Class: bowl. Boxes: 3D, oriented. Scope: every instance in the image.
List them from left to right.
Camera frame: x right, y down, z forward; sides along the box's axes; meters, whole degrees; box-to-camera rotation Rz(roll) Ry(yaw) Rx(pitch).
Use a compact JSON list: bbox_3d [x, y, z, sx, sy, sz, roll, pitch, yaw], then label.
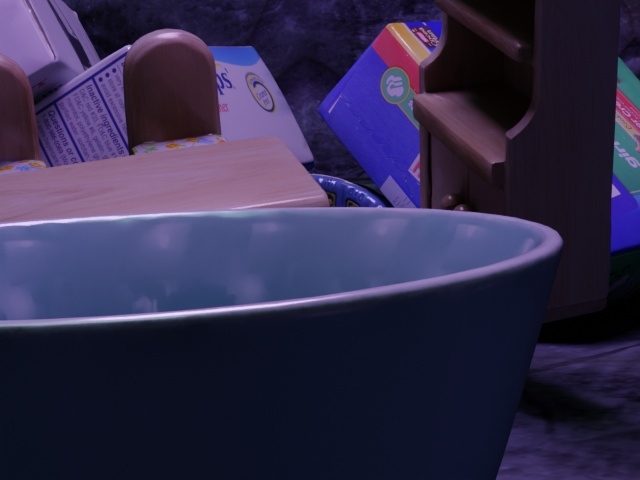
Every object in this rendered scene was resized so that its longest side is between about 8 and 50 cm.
[{"bbox_3d":[-0.064,0.081,0.545,0.311,0.163,0.311,-3,7,0],"label":"bowl"}]

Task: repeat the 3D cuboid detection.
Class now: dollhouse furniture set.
[{"bbox_3d":[-0.034,-0.068,0.892,0.394,0.256,0.362,-9,25,-15],"label":"dollhouse furniture set"}]

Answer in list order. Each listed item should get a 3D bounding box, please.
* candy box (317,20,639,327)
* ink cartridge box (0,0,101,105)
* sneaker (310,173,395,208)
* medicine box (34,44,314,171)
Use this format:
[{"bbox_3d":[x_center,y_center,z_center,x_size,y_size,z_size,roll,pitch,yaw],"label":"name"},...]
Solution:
[{"bbox_3d":[0.197,-0.068,1.309,0.317,0.268,0.122,-13,-31,-48],"label":"candy box"},{"bbox_3d":[-0.336,-0.145,1.413,0.223,0.129,0.307,-29,-4,1],"label":"ink cartridge box"},{"bbox_3d":[0.000,0.000,1.367,0.131,0.112,0.296,-2,-3,-39],"label":"sneaker"},{"bbox_3d":[-0.195,-0.059,1.438,0.289,0.149,0.263,-29,-4,22],"label":"medicine box"}]
